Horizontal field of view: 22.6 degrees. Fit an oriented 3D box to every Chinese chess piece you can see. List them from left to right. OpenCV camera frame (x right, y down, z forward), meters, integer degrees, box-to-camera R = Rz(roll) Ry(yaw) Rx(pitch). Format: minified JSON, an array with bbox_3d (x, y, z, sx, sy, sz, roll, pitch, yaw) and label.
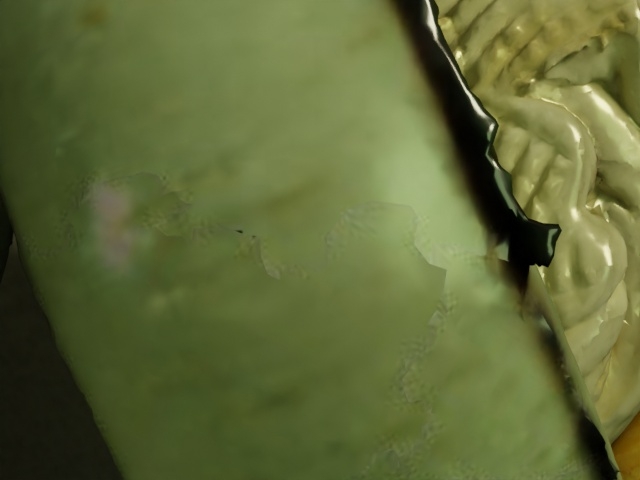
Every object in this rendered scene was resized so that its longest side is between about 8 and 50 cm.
[{"bbox_3d":[0.000,0.000,0.603,0.349,0.146,0.349,-22,90,-86],"label":"Chinese chess piece"}]

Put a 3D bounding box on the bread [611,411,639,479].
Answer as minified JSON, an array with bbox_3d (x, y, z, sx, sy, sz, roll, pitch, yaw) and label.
[{"bbox_3d":[0.192,0.138,0.930,0.142,0.195,0.269,52,15,-9],"label":"bread"}]

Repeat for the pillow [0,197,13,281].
[{"bbox_3d":[-0.234,-0.078,0.627,0.274,0.076,0.280,24,66,-32],"label":"pillow"}]

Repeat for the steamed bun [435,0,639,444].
[{"bbox_3d":[0.091,-0.018,0.867,0.289,0.276,0.203,54,13,20],"label":"steamed bun"}]
